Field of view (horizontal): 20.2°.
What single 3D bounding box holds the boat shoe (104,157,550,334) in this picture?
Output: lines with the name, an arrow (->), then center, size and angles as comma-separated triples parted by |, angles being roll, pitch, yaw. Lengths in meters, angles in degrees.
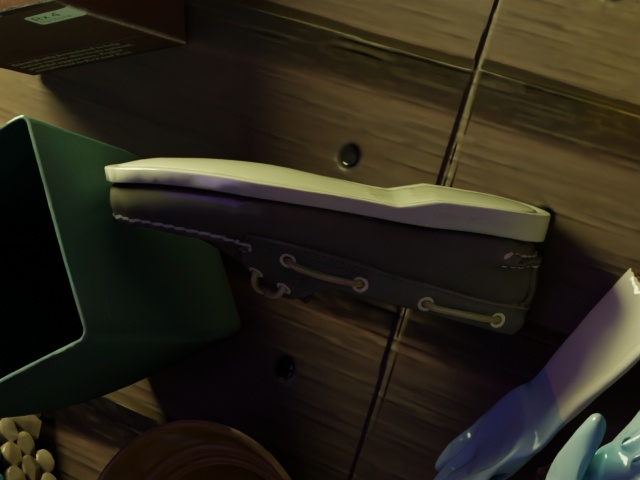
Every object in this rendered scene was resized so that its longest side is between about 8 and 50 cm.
boat shoe -> 0.000, 0.001, 1.227 | 0.305, 0.109, 0.091 | 8, 100, 0

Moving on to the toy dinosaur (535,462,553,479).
toy dinosaur -> 0.143, 0.252, 1.190 | 0.112, 0.064, 0.211 | 14, 69, 35

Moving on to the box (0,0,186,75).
box -> -0.221, -0.253, 1.415 | 0.168, 0.167, 0.203 | -7, 81, 31

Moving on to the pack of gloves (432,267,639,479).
pack of gloves -> 0.135, 0.140, 1.158 | 0.232, 0.046, 0.195 | -48, 26, 20

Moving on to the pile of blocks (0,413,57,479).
pile of blocks -> -0.294, 0.173, 1.429 | 0.112, 0.149, 0.362 | -28, 71, 27

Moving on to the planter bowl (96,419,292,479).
planter bowl -> -0.069, 0.239, 1.312 | 0.217, 0.090, 0.217 | -3, 84, 32

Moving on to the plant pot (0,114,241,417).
plant pot -> -0.175, 0.033, 1.316 | 0.165, 0.234, 0.166 | -27, 70, 28
